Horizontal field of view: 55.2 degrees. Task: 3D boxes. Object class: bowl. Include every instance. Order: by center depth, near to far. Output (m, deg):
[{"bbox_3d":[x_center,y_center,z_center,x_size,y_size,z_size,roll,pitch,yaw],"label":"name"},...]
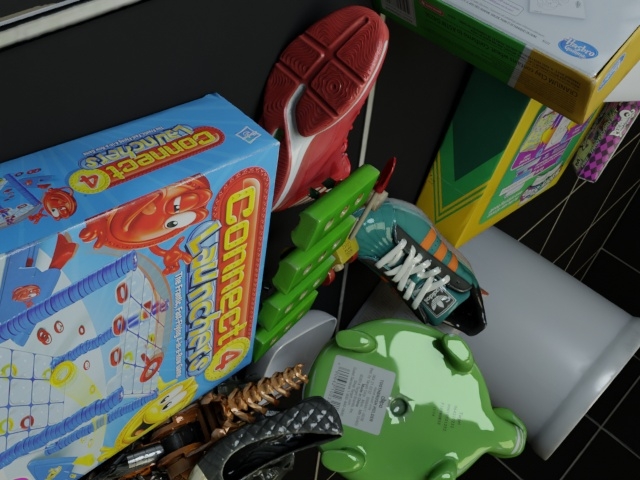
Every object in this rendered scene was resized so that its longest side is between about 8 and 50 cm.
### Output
[{"bbox_3d":[-0.051,0.164,0.893,0.142,0.053,0.142,-20,139,-46],"label":"bowl"}]

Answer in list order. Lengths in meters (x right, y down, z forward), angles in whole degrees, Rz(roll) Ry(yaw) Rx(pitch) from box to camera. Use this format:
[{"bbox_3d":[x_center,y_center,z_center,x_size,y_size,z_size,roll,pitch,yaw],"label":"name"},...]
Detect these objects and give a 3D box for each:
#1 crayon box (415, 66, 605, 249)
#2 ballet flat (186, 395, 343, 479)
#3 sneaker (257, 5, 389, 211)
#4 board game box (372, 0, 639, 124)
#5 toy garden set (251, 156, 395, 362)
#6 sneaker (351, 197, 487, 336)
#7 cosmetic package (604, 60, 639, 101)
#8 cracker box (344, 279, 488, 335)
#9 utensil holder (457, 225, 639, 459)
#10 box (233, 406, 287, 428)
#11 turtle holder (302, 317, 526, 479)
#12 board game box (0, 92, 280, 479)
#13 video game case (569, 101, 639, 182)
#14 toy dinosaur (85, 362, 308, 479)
[{"bbox_3d":[0.331,-0.184,0.984,0.362,0.106,0.313,-27,148,-39],"label":"crayon box"},{"bbox_3d":[-0.058,0.216,0.630,0.173,0.049,0.058,-26,133,-13],"label":"ballet flat"},{"bbox_3d":[0.003,-0.122,0.605,0.221,0.087,0.128,-49,165,24],"label":"sneaker"},{"bbox_3d":[0.235,-0.287,0.554,0.316,0.242,0.064,-46,155,-7],"label":"board game box"},{"bbox_3d":[0.000,0.000,0.681,0.204,0.049,0.244,-40,163,-43],"label":"toy garden set"},{"bbox_3d":[0.147,0.044,0.868,0.108,0.121,0.302,-42,131,21],"label":"sneaker"},{"bbox_3d":[0.410,-0.284,0.768,0.365,0.197,0.155,-9,138,-31],"label":"cosmetic package"},{"bbox_3d":[0.157,0.137,1.067,0.232,0.155,0.067,-55,154,9],"label":"cracker box"},{"bbox_3d":[0.401,0.186,1.254,0.327,0.385,0.328,-36,149,-26],"label":"utensil holder"},{"bbox_3d":[-0.132,0.337,0.933,0.220,0.051,0.175,-38,154,7],"label":"box"},{"bbox_3d":[0.134,0.231,0.902,0.320,0.244,0.227,-12,170,-4],"label":"turtle holder"},{"bbox_3d":[-0.188,0.066,0.517,0.302,0.086,0.308,-30,147,-35],"label":"board game box"},{"bbox_3d":[0.517,-0.256,1.123,0.210,0.041,0.232,-83,-170,-55],"label":"video game case"},{"bbox_3d":[-0.134,0.242,0.713,0.321,0.165,0.218,-16,164,33],"label":"toy dinosaur"}]
